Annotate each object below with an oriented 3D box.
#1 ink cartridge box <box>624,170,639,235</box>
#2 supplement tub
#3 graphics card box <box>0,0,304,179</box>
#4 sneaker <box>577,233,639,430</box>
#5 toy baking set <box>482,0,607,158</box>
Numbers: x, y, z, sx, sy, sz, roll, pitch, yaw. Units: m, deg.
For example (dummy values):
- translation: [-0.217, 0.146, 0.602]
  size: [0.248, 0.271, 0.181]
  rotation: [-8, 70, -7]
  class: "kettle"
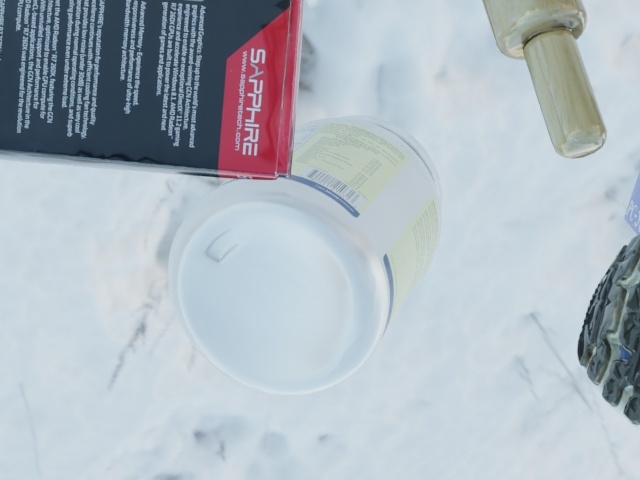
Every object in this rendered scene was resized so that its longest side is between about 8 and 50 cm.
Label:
- translation: [0.309, -0.031, 0.999]
  size: [0.046, 0.207, 0.097]
  rotation: [14, 106, -1]
  class: "ink cartridge box"
- translation: [0.000, 0.000, 1.313]
  size: [0.235, 0.235, 0.325]
  rotation: [-55, 176, 29]
  class: "supplement tub"
- translation: [-0.194, -0.164, 0.731]
  size: [0.371, 0.094, 0.232]
  rotation: [4, 93, -3]
  class: "graphics card box"
- translation: [0.285, 0.085, 0.609]
  size: [0.147, 0.330, 0.129]
  rotation: [34, 78, -49]
  class: "sneaker"
- translation: [0.134, -0.133, 0.409]
  size: [0.197, 0.256, 0.030]
  rotation: [-15, 160, -11]
  class: "toy baking set"
